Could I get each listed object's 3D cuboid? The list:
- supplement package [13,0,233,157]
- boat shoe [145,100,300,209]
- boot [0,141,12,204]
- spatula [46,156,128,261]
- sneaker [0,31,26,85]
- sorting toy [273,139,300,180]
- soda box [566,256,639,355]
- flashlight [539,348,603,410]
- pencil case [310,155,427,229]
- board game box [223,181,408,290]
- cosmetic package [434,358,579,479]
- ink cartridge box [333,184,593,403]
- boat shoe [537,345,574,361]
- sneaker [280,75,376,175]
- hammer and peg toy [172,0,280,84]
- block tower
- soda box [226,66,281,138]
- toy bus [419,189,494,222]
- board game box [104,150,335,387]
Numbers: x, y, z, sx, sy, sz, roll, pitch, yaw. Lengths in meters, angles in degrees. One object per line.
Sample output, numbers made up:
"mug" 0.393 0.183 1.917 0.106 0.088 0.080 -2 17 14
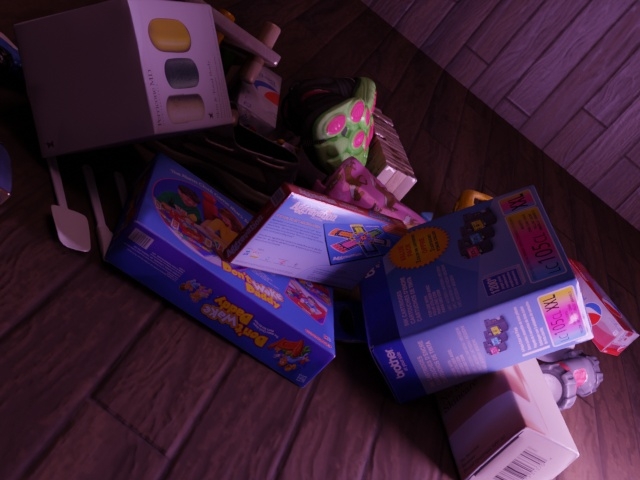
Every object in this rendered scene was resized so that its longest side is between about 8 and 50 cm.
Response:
"supplement package" -0.289 -0.248 1.499 0.262 0.198 0.199 -27 107 -68
"boat shoe" -0.190 -0.194 1.744 0.355 0.130 0.132 30 25 -23
"boot" -0.478 -0.131 1.304 0.106 0.082 0.219 48 7 -48
"spatula" -0.325 -0.048 1.426 0.168 0.019 0.242 20 31 -38
"sneaker" -0.474 -0.264 1.534 0.152 0.058 0.084 38 25 -11
"sorting toy" -0.072 -0.157 1.988 0.083 0.045 0.075 23 48 -35
"soda box" 0.682 0.164 2.492 0.092 0.083 0.263 17 32 -44
"flashlight" 0.500 0.288 1.990 0.103 0.103 0.304 30 12 28
"pencil case" 0.144 0.009 1.867 0.386 0.160 0.167 41 -13 1
"board game box" 0.000 0.000 1.464 0.281 0.145 0.027 16 35 -49
"cosmetic package" 0.288 0.268 1.628 0.129 0.153 0.296 30 24 -25
"ink cartridge box" 0.212 0.095 1.624 0.270 0.395 0.151 -98 164 -54
"boat shoe" 0.422 0.163 2.073 0.301 0.108 0.102 25 28 -38
"sneaker" 0.007 -0.246 2.104 0.202 0.185 0.483 5 16 6
"hammer and peg toy" -0.267 -0.423 1.953 0.266 0.127 0.361 31 -8 -34
"block tower" 0.135 -0.203 2.303 0.091 0.097 0.335 28 28 -26
"soda box" -0.145 -0.272 1.996 0.091 0.098 0.286 34 24 -16
"toy bus" 0.330 -0.020 2.166 0.191 0.104 0.202 -16 56 -31
"board game box" -0.135 0.038 1.465 0.347 0.078 0.233 36 23 -18
